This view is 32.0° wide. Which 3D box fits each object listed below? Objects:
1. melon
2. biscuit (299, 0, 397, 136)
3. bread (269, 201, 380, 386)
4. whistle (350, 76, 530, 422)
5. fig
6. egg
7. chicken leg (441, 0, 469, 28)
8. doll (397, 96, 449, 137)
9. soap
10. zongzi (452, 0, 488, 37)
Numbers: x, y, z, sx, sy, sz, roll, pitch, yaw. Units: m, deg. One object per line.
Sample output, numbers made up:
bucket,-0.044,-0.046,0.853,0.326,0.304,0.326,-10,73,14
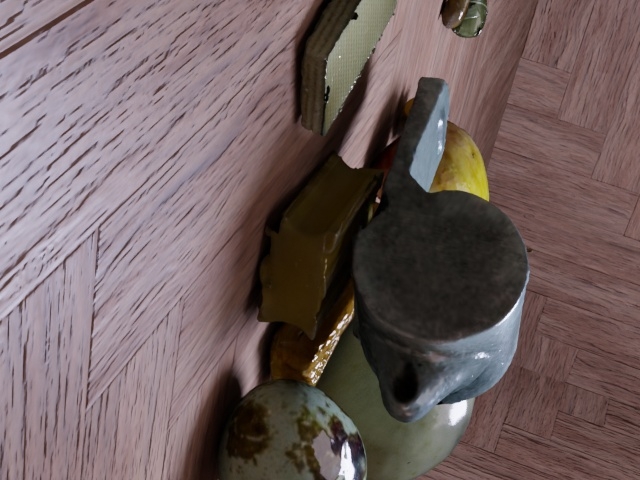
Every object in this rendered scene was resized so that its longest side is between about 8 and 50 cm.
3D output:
melon,0.082,0.210,1.535,0.272,0.271,0.308,-53,166,-57
biscuit,0.031,-0.213,1.113,0.121,0.040,0.199,96,18,-58
bread,0.013,0.072,1.415,0.139,0.077,0.271,99,16,-57
whistle,0.112,0.006,1.273,0.168,0.188,0.405,82,-6,-57
fig,0.198,-0.061,1.601,0.159,0.257,0.159,-51,179,-1
egg,-0.034,0.245,1.253,0.231,0.169,0.169,77,31,-45
chicken leg,0.235,-0.420,1.719,0.085,0.069,0.198,-62,177,-75
doll,0.159,-0.169,1.700,0.084,0.073,0.127,-28,154,-9
soap,0.002,0.000,1.244,0.233,0.076,0.135,-51,157,-63
zongzi,0.246,-0.399,1.835,0.154,0.062,0.130,-49,143,-79
